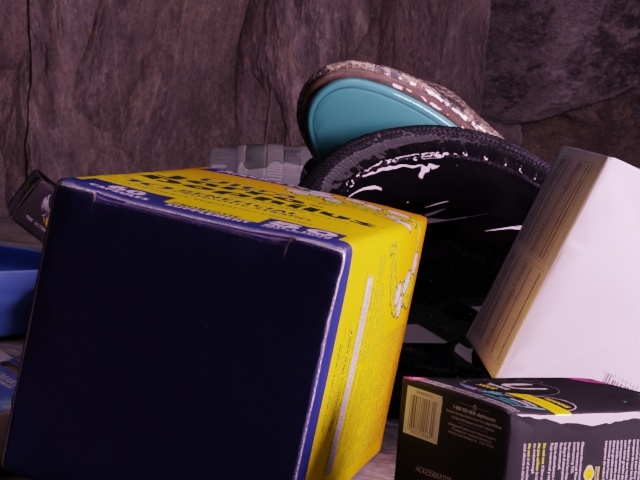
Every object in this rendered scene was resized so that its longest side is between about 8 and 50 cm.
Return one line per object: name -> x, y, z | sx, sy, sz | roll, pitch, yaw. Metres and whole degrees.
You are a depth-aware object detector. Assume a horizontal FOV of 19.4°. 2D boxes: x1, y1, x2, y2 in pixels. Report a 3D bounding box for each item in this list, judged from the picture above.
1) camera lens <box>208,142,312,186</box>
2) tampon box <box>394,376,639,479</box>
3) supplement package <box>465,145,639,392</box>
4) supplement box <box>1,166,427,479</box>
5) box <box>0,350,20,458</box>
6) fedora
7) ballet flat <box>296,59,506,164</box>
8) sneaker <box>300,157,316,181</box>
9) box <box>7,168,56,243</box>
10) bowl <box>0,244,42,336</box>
camera lens -> 0.000, 0.000, 2.195 | 0.274, 0.219, 0.219 | 4, 4, -3
tampon box -> 0.145, 0.145, 1.196 | 0.161, 0.101, 0.120 | 2, 6, -32
supplement package -> 0.258, 0.055, 1.537 | 0.199, 0.198, 0.263 | 27, 4, -3
supplement box -> -0.058, 0.063, 1.322 | 0.194, 0.195, 0.356 | 13, 6, 10
box -> -0.275, 0.118, 1.285 | 0.178, 0.042, 0.109 | -8, 24, -43
fedora -> 0.112, 0.050, 1.771 | 0.334, 0.334, 0.152 | 3, -26, -14
ballet flat -> 0.175, -0.036, 1.931 | 0.483, 0.164, 0.182 | 38, 29, -13
sneaker -> 0.024, -0.009, 1.988 | 0.147, 0.330, 0.130 | 33, -38, -5
box -> -0.237, 0.016, 2.065 | 0.231, 0.056, 0.183 | 39, -2, -11
bowl -> -0.469, 0.047, 2.052 | 0.391, 0.077, 0.391 | 4, 4, 0
